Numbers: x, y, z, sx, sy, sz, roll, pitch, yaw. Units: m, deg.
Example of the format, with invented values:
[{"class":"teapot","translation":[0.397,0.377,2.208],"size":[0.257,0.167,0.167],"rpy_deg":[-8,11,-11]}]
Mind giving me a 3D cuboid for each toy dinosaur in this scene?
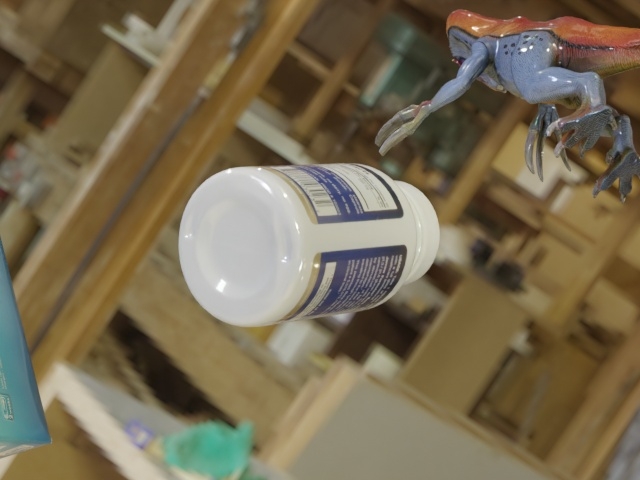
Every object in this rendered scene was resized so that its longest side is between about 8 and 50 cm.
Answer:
[{"class":"toy dinosaur","translation":[0.060,-0.045,0.472],"size":[0.047,0.090,0.082],"rpy_deg":[25,28,-37]}]

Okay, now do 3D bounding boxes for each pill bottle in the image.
[{"class":"pill bottle","translation":[0.000,0.000,1.111],"size":[0.094,0.094,0.169],"rpy_deg":[35,22,29]}]

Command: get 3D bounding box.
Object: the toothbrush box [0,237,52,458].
[{"class":"toothbrush box","translation":[-0.297,0.033,1.105],"size":[0.295,0.126,0.216],"rpy_deg":[32,40,-75]}]
